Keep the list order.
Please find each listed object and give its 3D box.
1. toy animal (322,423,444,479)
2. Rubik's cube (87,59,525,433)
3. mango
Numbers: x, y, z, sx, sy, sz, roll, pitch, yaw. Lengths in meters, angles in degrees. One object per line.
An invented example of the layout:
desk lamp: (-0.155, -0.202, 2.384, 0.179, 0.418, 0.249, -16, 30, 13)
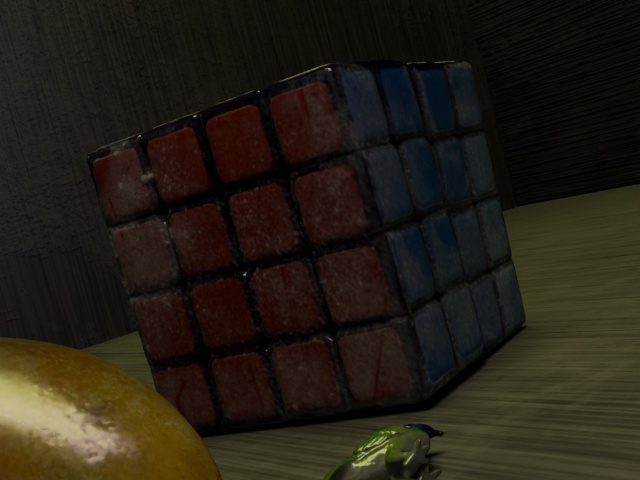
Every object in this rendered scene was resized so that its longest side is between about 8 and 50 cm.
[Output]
toy animal: (0.035, 0.168, 0.673, 0.075, 0.041, 0.217, -14, 6, 40)
Rubik's cube: (0.000, 0.000, 1.110, 0.343, 0.344, 0.337, -11, 4, 31)
mango: (-0.238, 0.166, 0.666, 0.384, 0.199, 0.221, 0, 1, 23)
